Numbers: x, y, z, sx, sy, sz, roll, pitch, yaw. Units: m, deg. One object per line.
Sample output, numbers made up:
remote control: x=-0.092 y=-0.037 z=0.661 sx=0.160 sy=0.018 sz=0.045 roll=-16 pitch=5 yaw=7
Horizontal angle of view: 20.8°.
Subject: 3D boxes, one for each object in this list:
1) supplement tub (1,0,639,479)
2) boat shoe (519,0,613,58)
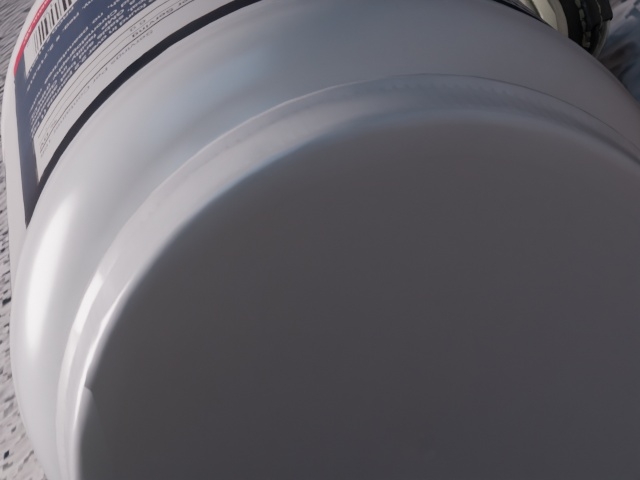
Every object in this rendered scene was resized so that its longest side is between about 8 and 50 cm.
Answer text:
supplement tub: x=0.000 y=0.000 z=0.536 sx=0.191 sy=0.191 sz=0.272 roll=-39 pitch=24 yaw=6
boat shoe: x=0.021 y=-0.044 z=0.747 sx=0.233 sy=0.084 sz=0.079 roll=-31 pitch=-2 yaw=32
